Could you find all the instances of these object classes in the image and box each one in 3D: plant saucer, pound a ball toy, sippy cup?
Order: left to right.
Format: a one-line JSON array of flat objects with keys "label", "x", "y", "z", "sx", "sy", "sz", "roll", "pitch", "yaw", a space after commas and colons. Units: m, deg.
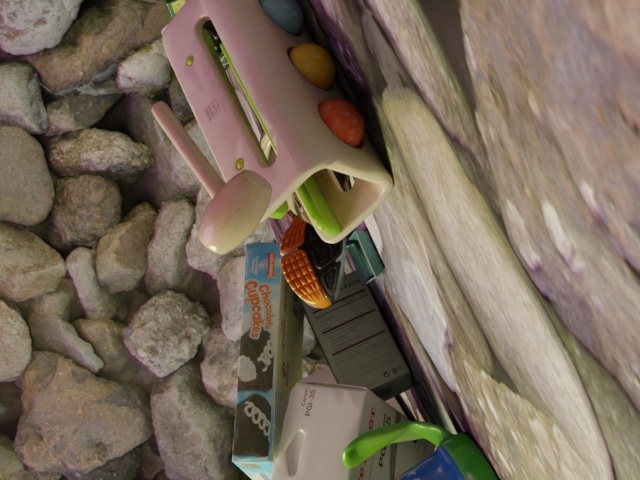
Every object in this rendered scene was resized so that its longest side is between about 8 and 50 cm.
[{"label": "pound a ball toy", "x": -0.055, "y": -0.132, "z": 1.088, "sx": 0.208, "sy": 0.136, "sz": 0.319, "roll": 15, "pitch": -140, "yaw": -48}, {"label": "plant saucer", "x": 0.060, "y": 0.023, "z": 1.510, "sx": 0.192, "sy": 0.018, "sz": 0.067, "roll": 119, "pitch": 127, "yaw": -83}, {"label": "sippy cup", "x": 0.122, "y": 0.381, "z": 1.334, "sx": 0.305, "sy": 0.224, "sz": 0.240, "roll": -129, "pitch": 15, "yaw": -70}]

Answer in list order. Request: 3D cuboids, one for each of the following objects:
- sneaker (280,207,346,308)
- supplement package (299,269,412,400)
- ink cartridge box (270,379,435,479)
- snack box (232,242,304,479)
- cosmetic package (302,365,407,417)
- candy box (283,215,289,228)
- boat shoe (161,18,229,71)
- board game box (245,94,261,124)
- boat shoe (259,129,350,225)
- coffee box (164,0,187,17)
[{"label": "sneaker", "x": 0.000, "y": 0.000, "z": 1.625, "sx": 0.121, "sy": 0.099, "sz": 0.262, "roll": 54, "pitch": -160, "yaw": -48}, {"label": "supplement package", "x": 0.053, "y": 0.154, "z": 1.689, "sx": 0.105, "sy": 0.105, "sz": 0.179, "roll": 71, "pitch": 174, "yaw": -67}, {"label": "ink cartridge box", "x": 0.051, "y": 0.340, "z": 1.586, "sx": 0.283, "sy": 0.117, "sz": 0.207, "roll": 43, "pitch": -126, "yaw": -55}, {"label": "snack box", "x": -0.071, "y": 0.185, "z": 1.632, "sx": 0.187, "sy": 0.060, "sz": 0.322, "roll": 67, "pitch": -157, "yaw": -64}, {"label": "cosmetic package", "x": 0.098, "y": 0.374, "z": 2.006, "sx": 0.197, "sy": 0.155, "sz": 0.365, "roll": 65, "pitch": 175, "yaw": -23}, {"label": "candy box", "x": -0.077, "y": -0.076, "z": 2.471, "sx": 0.105, "sy": 0.027, "sz": 0.206, "roll": -123, "pitch": 10, "yaw": -76}, {"label": "boat shoe", "x": -0.233, "y": -0.380, "z": 2.207, "sx": 0.105, "sy": 0.113, "sz": 0.306, "roll": 59, "pitch": 178, "yaw": 2}, {"label": "board game box", "x": -0.134, "y": -0.306, "z": 1.977, "sx": 0.186, "sy": 0.026, "sz": 0.126, "roll": 72, "pitch": 173, "yaw": -53}, {"label": "boat shoe", "x": -0.001, "y": -0.077, "z": 1.347, "sx": 0.095, "sy": 0.095, "sz": 0.257, "roll": 50, "pitch": 176, "yaw": 19}, {"label": "coffee box", "x": -0.208, "y": -0.430, "z": 1.664, "sx": 0.040, "sy": 0.113, "sz": 0.184, "roll": 81, "pitch": 163, "yaw": -68}]
